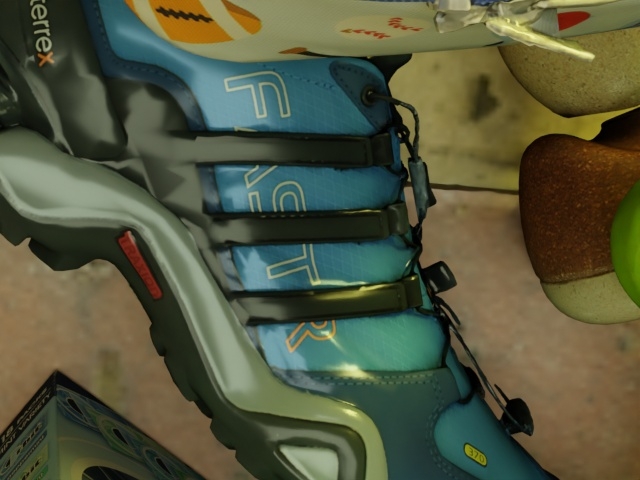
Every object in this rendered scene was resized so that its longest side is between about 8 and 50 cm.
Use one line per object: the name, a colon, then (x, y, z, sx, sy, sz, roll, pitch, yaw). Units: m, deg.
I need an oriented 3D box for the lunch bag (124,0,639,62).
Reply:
lunch bag: (0.036, -0.188, 0.401, 0.243, 0.115, 0.303, -8, 88, -22)

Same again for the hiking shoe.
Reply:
hiking shoe: (0.000, 0.000, 0.560, 0.132, 0.113, 0.304, -45, 107, 3)

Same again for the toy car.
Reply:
toy car: (0.116, -0.078, 0.553, 0.149, 0.155, 0.188, -22, 94, -4)

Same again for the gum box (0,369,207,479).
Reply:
gum box: (-0.035, 0.129, 0.548, 0.157, 0.184, 0.041, 39, 95, -16)
